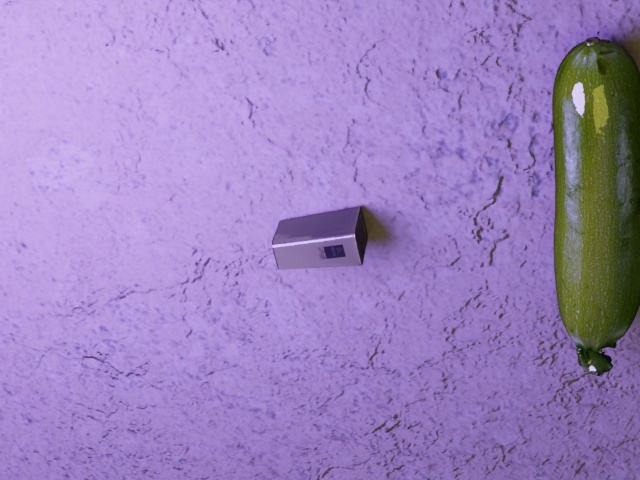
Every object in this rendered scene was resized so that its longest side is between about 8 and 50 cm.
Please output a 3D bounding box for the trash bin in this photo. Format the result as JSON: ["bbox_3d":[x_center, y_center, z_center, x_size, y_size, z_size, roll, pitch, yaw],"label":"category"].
[{"bbox_3d":[0.000,0.000,1.438,0.092,0.061,0.043,-7,121,14],"label":"trash bin"}]

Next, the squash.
[{"bbox_3d":[0.283,-0.027,1.366,0.101,0.101,0.378,-1,117,7],"label":"squash"}]
